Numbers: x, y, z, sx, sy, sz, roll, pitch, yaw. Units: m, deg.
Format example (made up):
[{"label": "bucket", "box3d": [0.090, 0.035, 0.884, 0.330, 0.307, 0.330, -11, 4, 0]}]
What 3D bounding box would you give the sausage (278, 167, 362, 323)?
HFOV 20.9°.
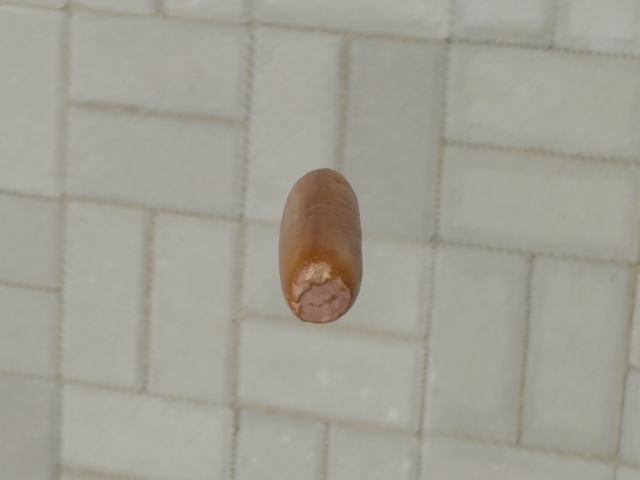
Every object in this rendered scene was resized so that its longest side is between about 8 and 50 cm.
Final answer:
[{"label": "sausage", "box3d": [0.000, 0.000, 1.503, 0.076, 0.197, 0.076, 1, 119, 1]}]
